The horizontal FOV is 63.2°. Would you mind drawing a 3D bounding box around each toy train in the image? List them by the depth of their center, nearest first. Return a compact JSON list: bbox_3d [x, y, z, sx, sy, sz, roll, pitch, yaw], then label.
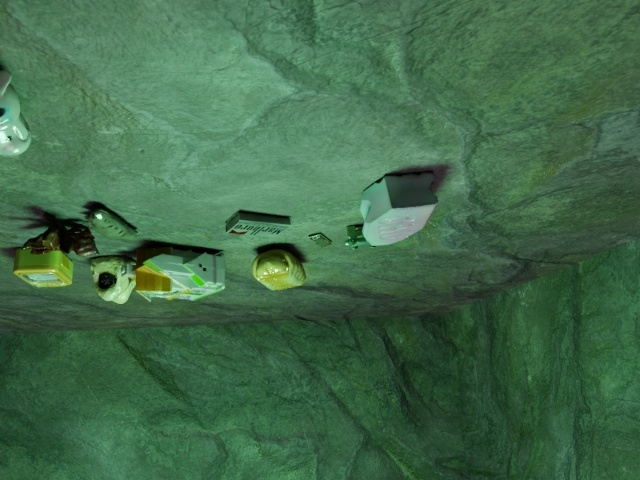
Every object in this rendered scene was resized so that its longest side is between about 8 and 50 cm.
[{"bbox_3d":[0.142,-0.014,1.772,0.122,0.081,0.050,-8,153,5],"label":"toy train"}]

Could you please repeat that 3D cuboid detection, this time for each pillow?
[{"bbox_3d":[-0.619,-0.040,1.514,0.093,0.051,0.241,-7,164,5],"label":"pillow"}]

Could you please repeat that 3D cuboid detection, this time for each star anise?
[{"bbox_3d":[-0.746,-0.002,1.505,0.196,0.110,0.213,14,162,-33],"label":"star anise"}]

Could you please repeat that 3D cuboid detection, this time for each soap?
[{"bbox_3d":[0.217,-0.083,1.541,0.193,0.109,0.324,-4,163,-2],"label":"soap"}]

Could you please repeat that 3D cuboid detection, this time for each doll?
[{"bbox_3d":[-0.573,-0.217,0.901,0.111,0.106,0.181,-7,164,-22],"label":"doll"}]

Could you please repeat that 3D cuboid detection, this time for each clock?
[{"bbox_3d":[-0.934,0.093,1.764,0.144,0.096,0.202,1,160,-9],"label":"clock"},{"bbox_3d":[-0.534,0.122,1.852,0.310,0.165,0.235,14,154,-42],"label":"clock"}]

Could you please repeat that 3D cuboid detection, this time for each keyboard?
[{"bbox_3d":[0.000,0.000,1.876,0.049,0.015,0.129,-12,161,17],"label":"keyboard"}]

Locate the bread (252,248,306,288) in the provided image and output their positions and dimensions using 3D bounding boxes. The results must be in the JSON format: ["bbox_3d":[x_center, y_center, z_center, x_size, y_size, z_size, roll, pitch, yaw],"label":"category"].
[{"bbox_3d":[-0.157,0.109,1.994,0.173,0.121,0.311,-11,162,4],"label":"bread"}]

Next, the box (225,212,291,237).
[{"bbox_3d":[-0.196,-0.048,1.640,0.178,0.035,0.115,6,159,-32],"label":"box"}]

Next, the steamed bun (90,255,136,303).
[{"bbox_3d":[-0.743,0.149,1.888,0.141,0.155,0.172,-7,161,9],"label":"steamed bun"}]
